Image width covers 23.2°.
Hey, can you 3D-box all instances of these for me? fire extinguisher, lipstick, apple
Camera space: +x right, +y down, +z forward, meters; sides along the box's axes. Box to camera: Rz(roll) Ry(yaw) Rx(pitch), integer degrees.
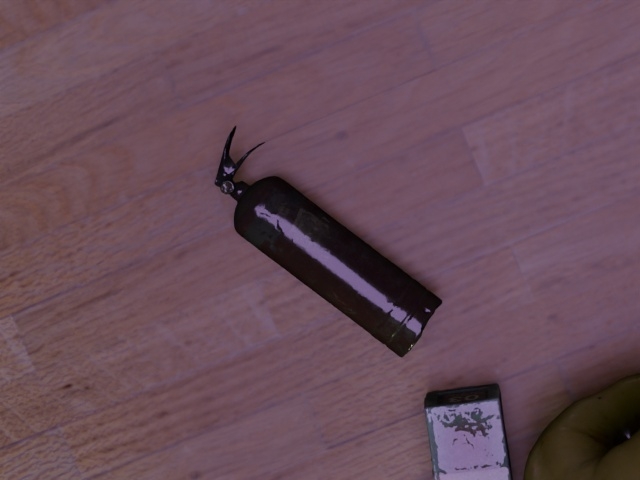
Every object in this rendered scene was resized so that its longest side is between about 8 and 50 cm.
[{"bbox_3d":[0.000,0.000,1.529,0.268,0.072,0.089,37,108,1],"label":"fire extinguisher"},{"bbox_3d":[0.166,0.334,1.549,0.080,0.076,0.371,-8,96,6],"label":"lipstick"},{"bbox_3d":[0.323,0.247,1.446,0.262,0.262,0.262,1,97,6],"label":"apple"}]
